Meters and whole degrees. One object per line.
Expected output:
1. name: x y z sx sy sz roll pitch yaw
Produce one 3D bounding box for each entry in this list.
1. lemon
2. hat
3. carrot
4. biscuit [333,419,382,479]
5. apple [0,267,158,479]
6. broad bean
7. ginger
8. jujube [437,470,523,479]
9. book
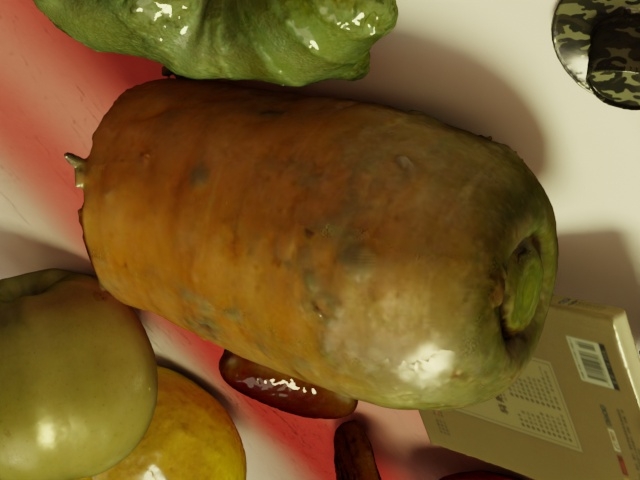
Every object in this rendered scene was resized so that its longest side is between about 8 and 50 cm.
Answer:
1. lemon: -0.222 0.286 1.787 0.233 0.233 0.288 -8 135 49
2. hat: 0.196 -0.111 0.835 0.121 0.050 0.121 17 152 9
3. carrot: 0.000 0.000 1.025 0.341 0.224 0.224 12 153 27
4. biscuit: 0.052 0.315 1.686 0.049 0.192 0.192 -9 158 -12
5. apple: -0.324 0.163 1.583 0.262 0.262 0.262 19 155 9
6. broad bean: -0.033 0.153 1.533 0.165 0.084 0.114 30 172 -28
7. ginger: -0.082 -0.164 0.933 0.290 0.089 0.137 17 140 21
8. jujube: 0.211 0.405 1.678 0.223 0.223 0.318 13 157 22
9. book: 0.170 0.126 1.188 0.310 0.021 0.217 13 131 52
